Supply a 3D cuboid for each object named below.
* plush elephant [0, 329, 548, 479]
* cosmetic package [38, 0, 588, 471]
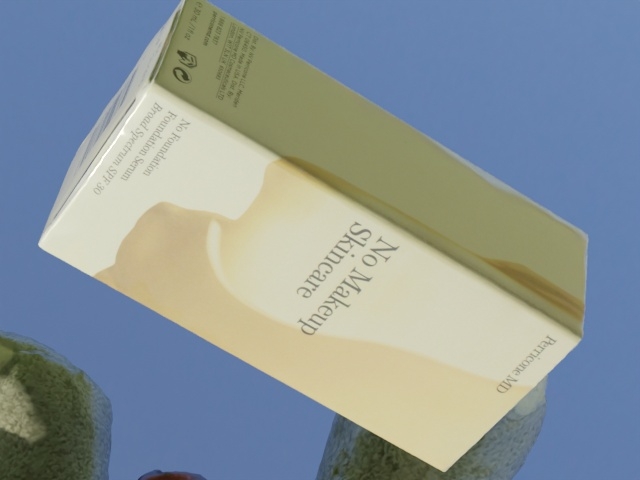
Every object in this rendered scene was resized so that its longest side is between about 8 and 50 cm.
[{"bbox_3d":[-0.120,0.141,0.580,0.271,0.255,0.330,3,-108,35],"label":"plush elephant"},{"bbox_3d":[0.000,0.000,0.428,0.115,0.060,0.041,29,-143,-13],"label":"cosmetic package"}]
